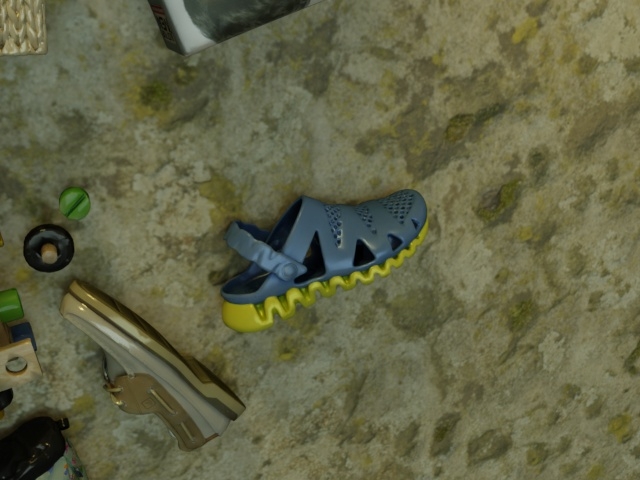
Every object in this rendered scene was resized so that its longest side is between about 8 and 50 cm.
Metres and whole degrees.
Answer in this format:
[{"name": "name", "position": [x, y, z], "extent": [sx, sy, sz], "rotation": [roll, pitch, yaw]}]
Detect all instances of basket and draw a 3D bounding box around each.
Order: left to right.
[{"name": "basket", "position": [-0.332, -0.268, 0.717], "extent": [0.103, 0.113, 0.167], "rotation": [-5, 111, -23]}]

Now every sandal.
[{"name": "sandal", "position": [0.000, 0.000, 0.954], "extent": [0.317, 0.126, 0.138], "rotation": [-26, 113, -14]}]

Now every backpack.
[{"name": "backpack", "position": [-0.364, 0.336, 0.926], "extent": [0.151, 0.115, 0.182], "rotation": [-26, 119, -15]}]

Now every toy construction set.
[{"name": "toy construction set", "position": [-0.411, 0.061, 0.734], "extent": [0.308, 0.237, 0.258], "rotation": [11, 105, -25]}]

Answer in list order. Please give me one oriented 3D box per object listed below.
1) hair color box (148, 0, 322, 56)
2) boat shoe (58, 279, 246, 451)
[{"name": "hair color box", "position": [-0.140, -0.406, 0.746], "extent": [0.185, 0.113, 0.375], "rotation": [-26, 117, -12]}, {"name": "boat shoe", "position": [-0.225, 0.173, 0.924], "extent": [0.103, 0.113, 0.302], "rotation": [-47, 120, -7]}]
